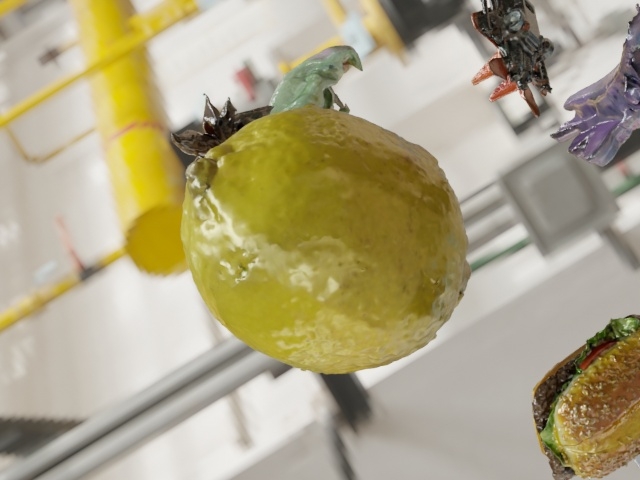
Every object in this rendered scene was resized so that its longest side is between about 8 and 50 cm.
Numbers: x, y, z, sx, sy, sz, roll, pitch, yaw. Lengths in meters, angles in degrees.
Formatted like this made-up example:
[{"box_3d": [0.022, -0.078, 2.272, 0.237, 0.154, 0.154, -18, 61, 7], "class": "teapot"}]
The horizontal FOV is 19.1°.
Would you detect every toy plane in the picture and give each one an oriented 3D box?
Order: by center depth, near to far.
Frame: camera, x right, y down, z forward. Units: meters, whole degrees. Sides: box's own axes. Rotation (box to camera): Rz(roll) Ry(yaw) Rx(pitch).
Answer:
[{"box_3d": [0.182, -0.210, 1.786, 0.130, 0.061, 0.189, 37, -131, -39], "class": "toy plane"}]

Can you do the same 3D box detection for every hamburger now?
[{"box_3d": [0.274, 0.150, 1.794, 0.087, 0.166, 0.137, 18, 136, 51], "class": "hamburger"}]

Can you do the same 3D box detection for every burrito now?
[{"box_3d": [-0.026, -0.125, 2.210, 0.089, 0.229, 0.144, 24, 147, 0], "class": "burrito"}]

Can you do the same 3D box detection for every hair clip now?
[{"box_3d": [0.300, -0.139, 1.862, 0.090, 0.137, 0.278, 32, 165, 2], "class": "hair clip"}]

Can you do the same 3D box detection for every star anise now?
[{"box_3d": [-0.095, -0.105, 2.005, 0.056, 0.129, 0.124, 11, 135, 47], "class": "star anise"}]

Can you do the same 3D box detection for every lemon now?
[{"box_3d": [0.000, 0.000, 1.887, 0.322, 0.268, 0.268, 26, -165, -16], "class": "lemon"}]

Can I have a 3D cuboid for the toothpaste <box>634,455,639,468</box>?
[{"box_3d": [0.414, 0.234, 1.985, 0.114, 0.073, 0.299, 17, 177, 35], "class": "toothpaste"}]
